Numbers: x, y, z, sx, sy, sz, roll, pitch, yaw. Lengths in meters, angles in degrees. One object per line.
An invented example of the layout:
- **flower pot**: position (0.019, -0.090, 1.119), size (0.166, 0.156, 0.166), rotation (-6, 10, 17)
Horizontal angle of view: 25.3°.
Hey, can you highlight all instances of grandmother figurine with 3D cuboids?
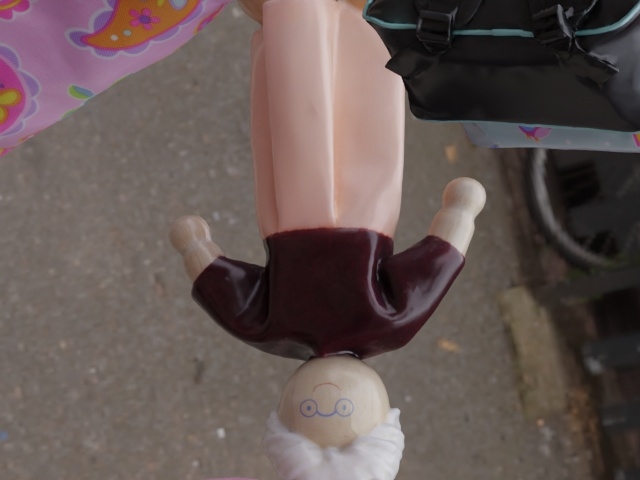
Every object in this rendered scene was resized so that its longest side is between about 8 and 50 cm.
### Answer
- **grandmother figurine**: position (0.000, 0.000, 0.918), size (0.104, 0.208, 0.342), rotation (22, 62, -65)

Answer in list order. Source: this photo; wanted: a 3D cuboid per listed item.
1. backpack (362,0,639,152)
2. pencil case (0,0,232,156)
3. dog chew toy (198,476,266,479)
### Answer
- **backpack**: position (0.136, -0.142, 0.762), size (0.144, 0.166, 0.188), rotation (49, 54, -45)
- **pencil case**: position (-0.166, -0.128, 0.817), size (0.124, 0.284, 0.124), rotation (41, 33, -34)
- **dog chew toy**: position (-0.047, 0.204, 0.665), size (0.207, 0.332, 0.206), rotation (7, 66, -16)
